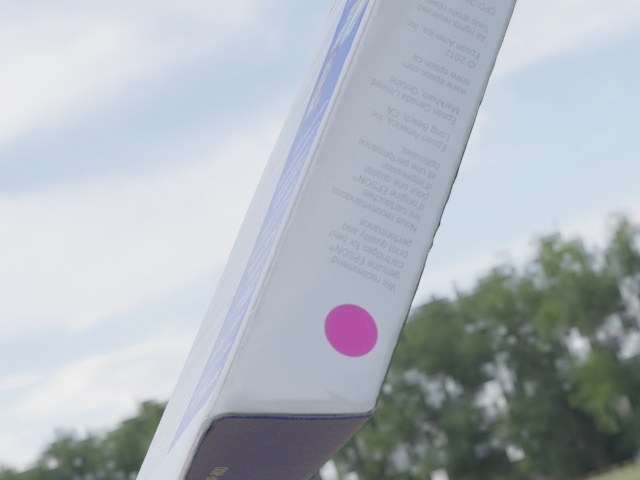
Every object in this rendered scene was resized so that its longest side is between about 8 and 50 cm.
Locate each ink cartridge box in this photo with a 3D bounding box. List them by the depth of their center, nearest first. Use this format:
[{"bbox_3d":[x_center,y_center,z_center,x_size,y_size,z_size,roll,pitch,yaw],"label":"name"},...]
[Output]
[{"bbox_3d":[0.000,0.000,0.809,0.069,0.371,0.176,27,-29,-5],"label":"ink cartridge box"}]
